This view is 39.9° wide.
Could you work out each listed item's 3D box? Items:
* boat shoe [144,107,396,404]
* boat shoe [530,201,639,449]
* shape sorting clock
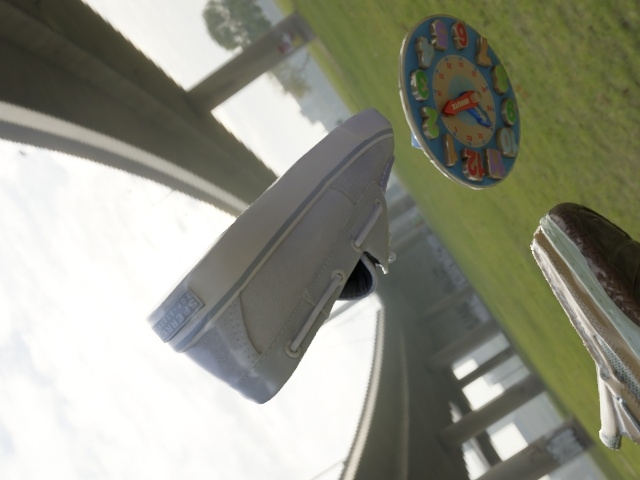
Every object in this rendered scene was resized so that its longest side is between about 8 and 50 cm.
[{"bbox_3d":[0.000,0.000,0.375,0.063,0.066,0.184,46,-149,-4],"label":"boat shoe"},{"bbox_3d":[0.152,0.070,0.403,0.068,0.072,0.190,-9,-123,-47],"label":"boat shoe"},{"bbox_3d":[0.163,-0.158,0.995,0.040,0.206,0.206,-12,122,47],"label":"shape sorting clock"}]
